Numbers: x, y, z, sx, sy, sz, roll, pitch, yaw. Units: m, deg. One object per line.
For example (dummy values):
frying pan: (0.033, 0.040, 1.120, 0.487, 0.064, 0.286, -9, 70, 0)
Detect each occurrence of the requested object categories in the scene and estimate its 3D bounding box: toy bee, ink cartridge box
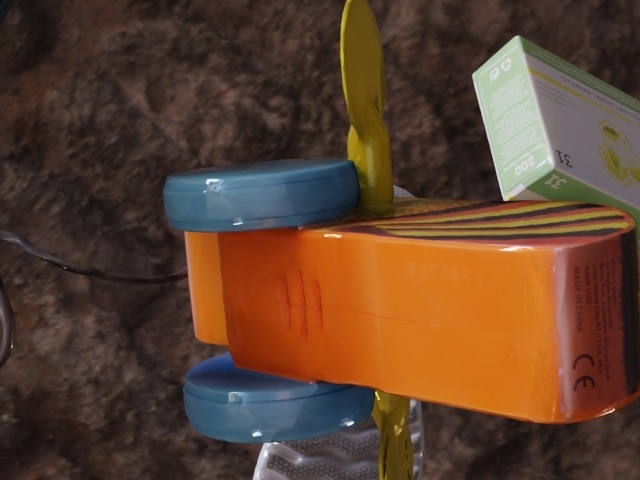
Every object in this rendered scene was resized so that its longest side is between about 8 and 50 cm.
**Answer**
toy bee: (0.000, 0.000, 0.464, 0.162, 0.298, 0.195, -17, -54, -52)
ink cartridge box: (0.199, -0.014, 0.828, 0.171, 0.056, 0.235, 20, -133, -34)

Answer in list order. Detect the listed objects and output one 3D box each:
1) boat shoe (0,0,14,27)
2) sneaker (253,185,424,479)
boat shoe: (-0.151, -0.062, 0.385, 0.095, 0.079, 0.255, 64, -144, -46)
sneaker: (0.018, 0.105, 0.808, 0.105, 0.115, 0.281, 15, -98, -6)
